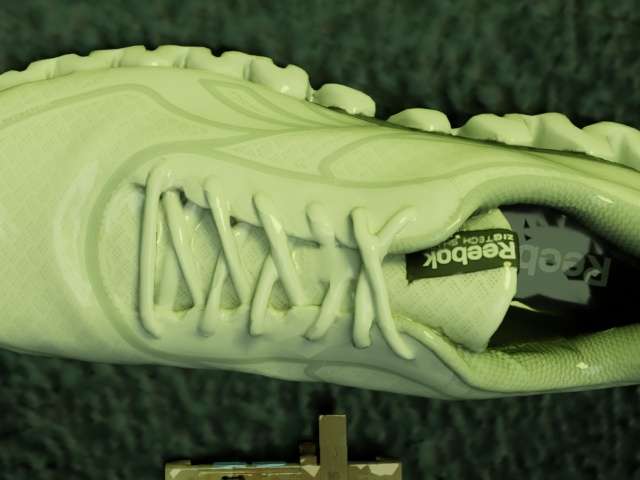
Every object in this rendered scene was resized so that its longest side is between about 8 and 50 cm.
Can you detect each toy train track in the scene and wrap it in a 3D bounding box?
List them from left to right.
[{"bbox_3d":[-0.013,0.082,0.634,0.083,0.014,0.048,-1,108,-2],"label":"toy train track"}]

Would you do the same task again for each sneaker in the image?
[{"bbox_3d":[0.000,0.000,0.568,0.292,0.118,0.110,2,102,-6],"label":"sneaker"}]
